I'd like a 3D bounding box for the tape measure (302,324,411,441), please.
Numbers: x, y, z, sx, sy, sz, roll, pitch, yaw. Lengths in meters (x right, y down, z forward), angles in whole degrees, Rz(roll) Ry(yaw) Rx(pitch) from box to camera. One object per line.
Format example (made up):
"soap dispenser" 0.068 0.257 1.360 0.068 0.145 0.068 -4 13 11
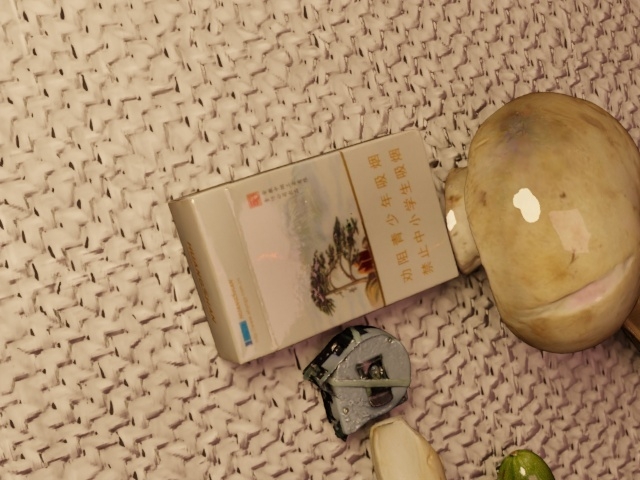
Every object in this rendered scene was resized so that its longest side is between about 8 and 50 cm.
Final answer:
"tape measure" 0.036 0.123 0.805 0.094 0.054 0.091 -34 109 -20

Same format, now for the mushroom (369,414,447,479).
"mushroom" 0.094 0.262 0.824 0.084 0.071 0.209 -17 94 4

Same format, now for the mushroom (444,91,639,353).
"mushroom" 0.216 -0.012 0.821 0.184 0.255 0.254 -8 93 18

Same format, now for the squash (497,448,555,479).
"squash" 0.237 0.323 0.888 0.066 0.066 0.252 -28 100 -23

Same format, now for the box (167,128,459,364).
"box" -0.001 0.001 0.784 0.233 0.067 0.149 -19 95 -25

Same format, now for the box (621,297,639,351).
"box" 0.364 0.077 0.935 0.177 0.111 0.111 41 73 -28
